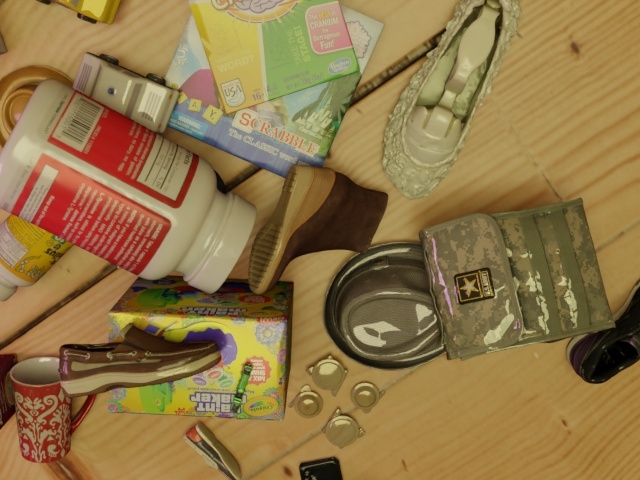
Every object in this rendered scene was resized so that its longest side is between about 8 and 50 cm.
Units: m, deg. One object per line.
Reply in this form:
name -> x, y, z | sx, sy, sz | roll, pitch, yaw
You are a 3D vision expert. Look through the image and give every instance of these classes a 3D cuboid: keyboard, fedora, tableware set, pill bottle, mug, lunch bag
keyboard -> -0.002, 0.512, 1.903 | 0.108, 0.023, 0.180 | -12, 100, -3
fedora -> -0.502, -0.212, 1.738 | 0.194, 0.079, 0.194 | 0, 102, 0
tableware set -> 0.029, 0.305, 1.864 | 0.168, 0.020, 0.141 | 37, 101, -7
fedora -> 0.140, 0.132, 1.775 | 0.275, 0.124, 0.244 | -4, 101, 1
pill bottle -> -0.524, 0.008, 1.762 | 0.208, 0.117, 0.117 | -44, 97, 7
pill bottle -> -0.323, -0.077, 1.638 | 0.407, 0.229, 0.229 | 28, 100, -15
mug -> -0.494, 0.316, 1.821 | 0.150, 0.113, 0.169 | 2, 110, -5
lunch bag -> 0.323, 0.070, 1.689 | 0.287, 0.169, 0.235 | -10, 81, -11

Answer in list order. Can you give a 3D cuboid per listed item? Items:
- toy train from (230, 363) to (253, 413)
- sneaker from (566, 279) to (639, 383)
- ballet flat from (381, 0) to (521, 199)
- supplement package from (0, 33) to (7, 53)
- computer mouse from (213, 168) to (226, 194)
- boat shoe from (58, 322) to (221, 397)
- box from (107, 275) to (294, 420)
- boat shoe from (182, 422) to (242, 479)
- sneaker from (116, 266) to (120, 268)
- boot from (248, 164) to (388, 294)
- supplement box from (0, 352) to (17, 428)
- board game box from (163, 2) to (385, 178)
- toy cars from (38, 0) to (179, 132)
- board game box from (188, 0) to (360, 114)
toy train -> -0.126, 0.236, 1.565 | 0.017, 0.024, 0.083 | 18, 101, -3
sneaker -> 0.582, 0.162, 1.777 | 0.283, 0.124, 0.107 | -43, 98, 8
ballet flat -> 0.219, -0.260, 1.697 | 0.147, 0.147, 0.409 | 23, 101, -4
supplement package -> -0.690, -0.347, 1.686 | 0.244, 0.134, 0.139 | -17, 100, 4
computer mouse -> -0.280, -0.135, 1.771 | 0.242, 0.041, 0.071 | 27, 101, -4
boat shoe -> -0.285, 0.175, 1.522 | 0.257, 0.095, 0.095 | -11, 94, 3
box -> -0.197, 0.179, 1.710 | 0.289, 0.279, 0.177 | 3, 101, -1
boat shoe -> -0.204, 0.409, 1.871 | 0.043, 0.049, 0.137 | -39, 96, 11
sneaker -> -0.354, -0.003, 1.803 | 0.043, 0.040, 0.109 | -2, 105, -16
boot -> 0.000, 0.000, 1.725 | 0.206, 0.090, 0.248 | 19, 98, -33
supplement box -> -0.608, 0.282, 1.779 | 0.080, 0.188, 0.104 | -6, 101, 1
board game box -> -0.094, -0.297, 1.724 | 0.318, 0.066, 0.318 | 23, 100, -4
toy cars -> -0.391, -0.346, 1.675 | 0.176, 0.087, 0.394 | -26, 90, 15
board game box -> -0.094, -0.397, 1.638 | 0.242, 0.064, 0.317 | -18, 99, 4
